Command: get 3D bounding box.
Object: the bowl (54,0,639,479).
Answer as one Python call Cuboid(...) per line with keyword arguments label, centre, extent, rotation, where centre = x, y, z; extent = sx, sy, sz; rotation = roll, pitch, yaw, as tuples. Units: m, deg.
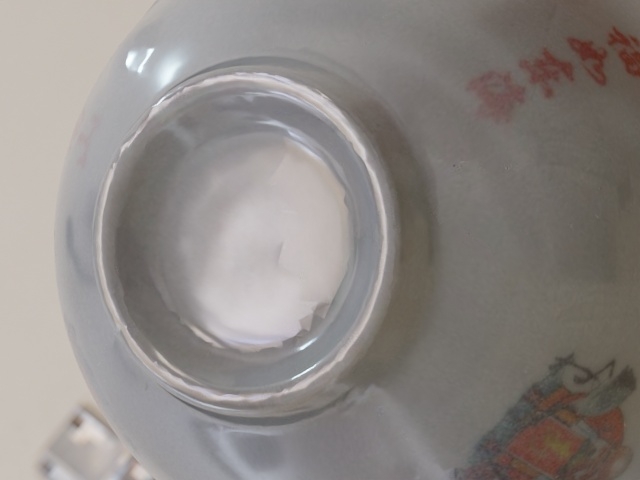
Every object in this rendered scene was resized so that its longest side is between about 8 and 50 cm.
Cuboid(label="bowl", centre=(0.000, 0.000, 0.870), extent=(0.345, 0.345, 0.157), rotation=(-58, -22, 13))
